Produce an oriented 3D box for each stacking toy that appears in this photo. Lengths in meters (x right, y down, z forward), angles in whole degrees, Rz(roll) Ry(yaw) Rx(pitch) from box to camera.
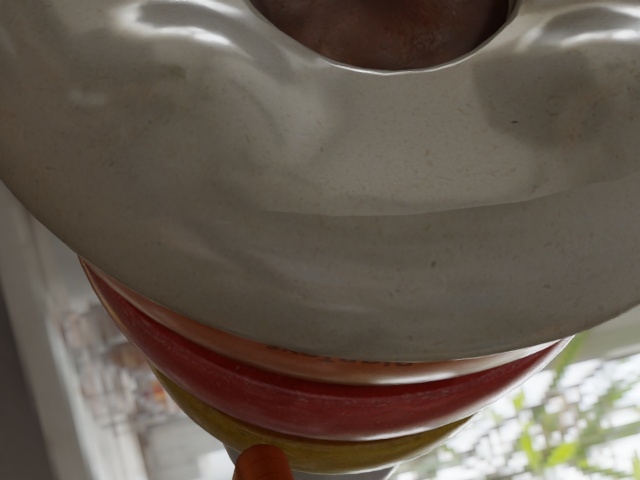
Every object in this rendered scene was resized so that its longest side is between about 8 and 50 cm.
[{"bbox_3d":[0.000,0.000,0.874,0.480,0.351,0.350,102,-21,-56],"label":"stacking toy"}]

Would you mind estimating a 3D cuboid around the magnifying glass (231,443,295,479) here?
[{"bbox_3d":[0.005,0.160,0.615,0.231,0.026,0.092,-112,-152,-49],"label":"magnifying glass"}]
